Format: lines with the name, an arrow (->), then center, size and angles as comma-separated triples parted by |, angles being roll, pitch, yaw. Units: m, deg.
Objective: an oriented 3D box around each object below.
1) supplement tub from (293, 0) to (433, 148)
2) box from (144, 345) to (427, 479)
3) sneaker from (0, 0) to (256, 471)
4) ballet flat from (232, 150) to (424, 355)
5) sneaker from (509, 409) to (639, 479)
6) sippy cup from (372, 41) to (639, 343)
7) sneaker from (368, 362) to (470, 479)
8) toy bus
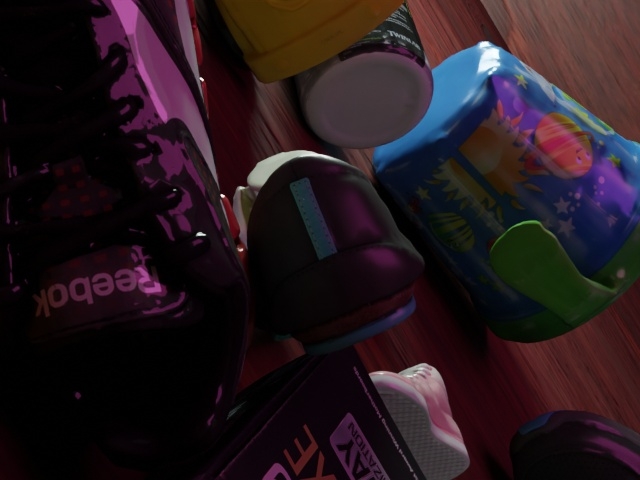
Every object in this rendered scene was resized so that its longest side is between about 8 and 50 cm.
supplement tub -> 0.026, -0.183, 1.031 | 0.117, 0.117, 0.190 | 42, 26, -42
box -> 0.027, 0.217, 0.502 | 0.307, 0.076, 0.242 | 60, 18, -1
sneaker -> -0.085, -0.032, 0.428 | 0.135, 0.098, 0.276 | -105, -178, -66
ballet flat -> 0.000, 0.000, 0.606 | 0.280, 0.095, 0.096 | 146, -80, -83
sneaker -> 0.267, 0.290, 0.934 | 0.341, 0.125, 0.139 | 55, 24, -6
sippy cup -> 0.178, -0.058, 1.103 | 0.224, 0.240, 0.305 | 41, -14, -20
sneaker -> 0.053, 0.107, 0.775 | 0.134, 0.051, 0.070 | 45, 22, -45
toy bus -> -0.053, -0.267, 0.892 | 0.211, 0.149, 0.220 | 45, 23, -43
